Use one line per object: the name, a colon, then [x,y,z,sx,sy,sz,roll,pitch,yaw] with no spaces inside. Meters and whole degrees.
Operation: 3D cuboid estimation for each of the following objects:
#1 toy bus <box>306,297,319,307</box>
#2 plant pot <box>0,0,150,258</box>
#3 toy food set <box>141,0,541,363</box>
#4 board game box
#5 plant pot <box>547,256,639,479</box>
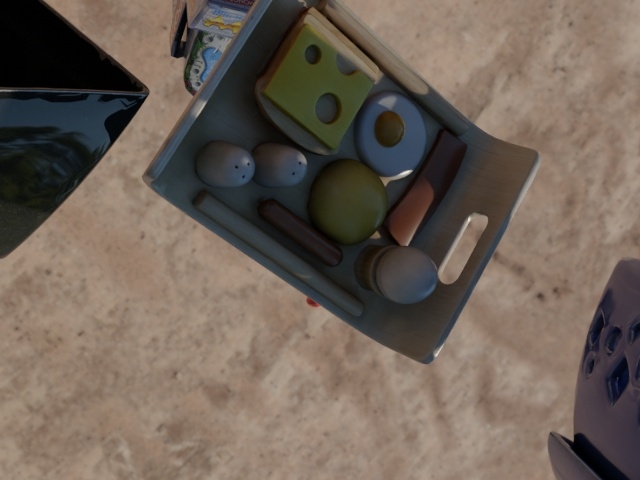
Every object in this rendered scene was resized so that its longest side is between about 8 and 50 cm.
toy bus: [0.000,0.000,1.601,0.149,0.220,0.211,41,65,-56]
plant pot: [-0.267,-0.083,0.666,0.187,0.188,0.167,-12,138,-58]
toy food set: [0.033,-0.063,0.797,0.306,0.092,0.219,37,78,-32]
board game box: [-0.109,-0.247,0.999,0.060,0.194,0.194,10,134,-21]
plant pot: [0.328,0.166,0.794,0.212,0.236,0.236,-62,-174,3]
